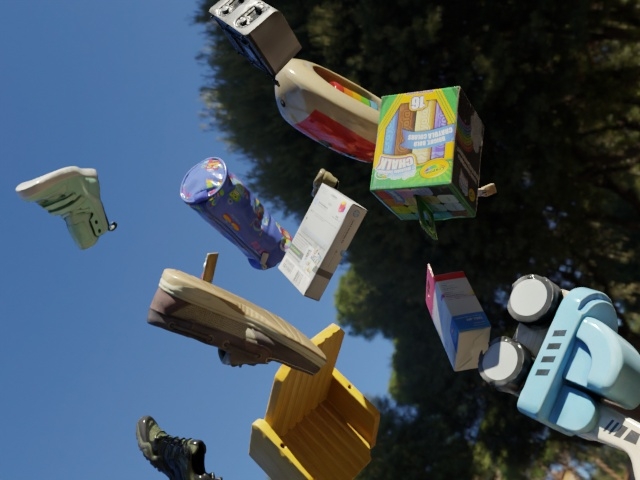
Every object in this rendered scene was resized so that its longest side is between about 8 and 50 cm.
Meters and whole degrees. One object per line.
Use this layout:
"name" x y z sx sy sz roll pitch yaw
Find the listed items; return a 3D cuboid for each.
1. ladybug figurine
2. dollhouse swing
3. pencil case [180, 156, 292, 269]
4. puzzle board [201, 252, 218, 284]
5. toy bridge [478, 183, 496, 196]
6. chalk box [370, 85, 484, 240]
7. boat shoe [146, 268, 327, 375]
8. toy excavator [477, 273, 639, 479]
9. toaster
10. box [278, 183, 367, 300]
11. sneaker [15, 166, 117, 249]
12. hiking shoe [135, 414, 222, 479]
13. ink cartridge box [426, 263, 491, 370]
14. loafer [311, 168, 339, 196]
"ladybug figurine" 0.061 -0.343 2.155 0.449 0.305 0.162 24 -68 -21
"dollhouse swing" 0.026 0.459 2.070 0.347 0.315 0.305 -29 -24 -50
"pencil case" -0.181 -0.047 1.733 0.306 0.119 0.133 49 -153 -42
"puzzle board" -0.302 0.096 2.077 0.096 0.011 0.128 -5 -71 -83
"toy bridge" 0.364 -0.124 1.956 0.063 0.188 0.026 -23 -77 -17
"chalk box" 0.224 -0.147 1.637 0.180 0.179 0.289 39 -124 -54
"boat shoe" -0.120 0.137 1.130 0.285 0.103 0.092 31 -88 -28
"toy excavator" 0.531 0.318 1.486 0.222 0.445 0.433 31 -99 -40
"toaster" -0.149 -0.490 1.851 0.110 0.168 0.185 -45 -38 -4
"box" 0.000 0.000 1.428 0.038 0.145 0.186 23 -82 -28
"sneaker" -0.466 -0.056 1.462 0.256 0.094 0.151 -34 -73 -79
"hiking shoe" -0.298 0.448 1.652 0.114 0.227 0.086 -43 -19 4
"ink cartridge box" 0.308 0.166 1.775 0.231 0.078 0.134 -107 10 -49
"loafer" 0.013 -0.120 1.782 0.056 0.050 0.148 -58 -7 -5
